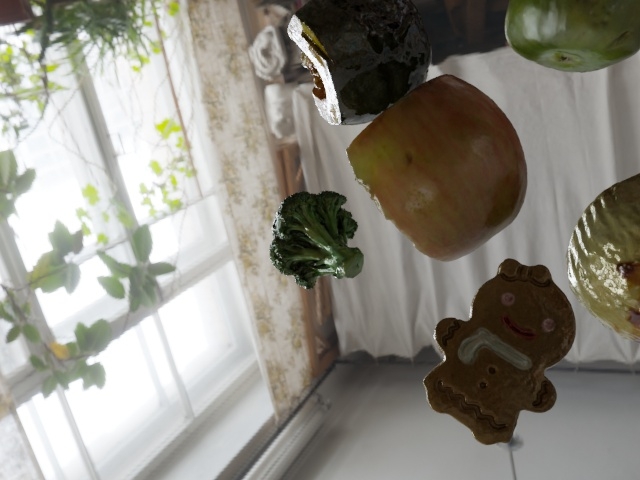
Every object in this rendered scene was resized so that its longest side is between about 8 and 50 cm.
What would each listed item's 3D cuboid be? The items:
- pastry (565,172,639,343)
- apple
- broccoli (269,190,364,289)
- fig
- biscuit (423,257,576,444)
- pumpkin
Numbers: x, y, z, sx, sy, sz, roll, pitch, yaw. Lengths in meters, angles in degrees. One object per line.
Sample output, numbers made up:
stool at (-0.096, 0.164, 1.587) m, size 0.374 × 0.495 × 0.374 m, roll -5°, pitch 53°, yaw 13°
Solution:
pastry at (0.691, 0.037, 1.307) m, size 0.388 × 0.388 × 0.313 m, roll -17°, pitch -126°, yaw -11°
apple at (0.236, -0.127, 1.295) m, size 0.314 × 0.309 × 0.252 m, roll -36°, pitch 170°, yaw -10°
broccoli at (0.000, 0.000, 1.644) m, size 0.254 × 0.269 × 0.269 m, roll -56°, pitch -156°, yaw 0°
fig at (0.428, -0.415, 1.026) m, size 0.233 × 0.314 × 0.233 m, roll 15°, pitch -156°, yaw -7°
biscuit at (0.249, 0.145, 0.897) m, size 0.249 × 0.184 × 0.035 m, roll -53°, pitch 170°, yaw -7°
pumpkin at (0.080, -0.385, 1.359) m, size 0.225 × 0.303 × 0.256 m, roll -34°, pitch -148°, yaw -8°
